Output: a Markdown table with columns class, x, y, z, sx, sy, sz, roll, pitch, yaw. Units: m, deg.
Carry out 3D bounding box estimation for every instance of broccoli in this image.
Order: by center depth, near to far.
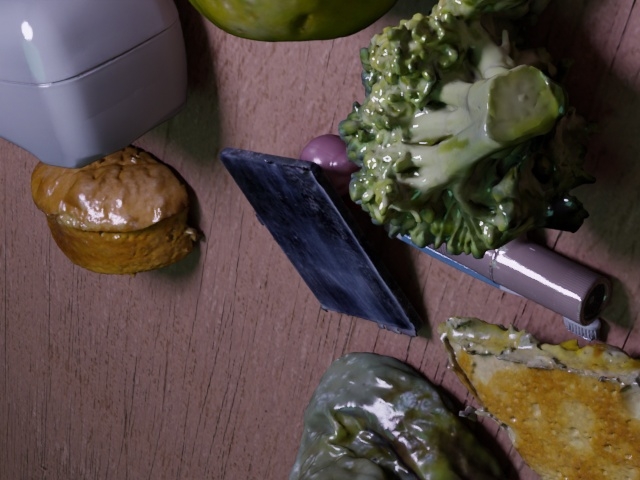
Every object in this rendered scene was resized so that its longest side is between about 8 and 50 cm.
| class | x | y | z | sx | sy | sz | roll | pitch | yaw |
| --- | --- | --- | --- | --- | --- | --- | --- | --- | --- |
| broccoli | 0.151 | -0.106 | 1.382 | 0.247 | 0.263 | 0.243 | 38 | 175 | -7 |

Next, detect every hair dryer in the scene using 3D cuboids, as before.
| class | x | y | z | sx | sy | sz | roll | pitch | yaw |
| --- | --- | --- | --- | --- | --- | --- | --- | --- | --- |
| hair dryer | 0.192 | -0.049 | 1.545 | 0.195 | 0.054 | 0.220 | 29 | 130 | 34 |

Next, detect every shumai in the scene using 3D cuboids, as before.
| class | x | y | z | sx | sy | sz | roll | pitch | yaw |
| --- | --- | --- | --- | --- | --- | --- | --- | --- | --- |
| shumai | 0.044 | 0.318 | 1.829 | 0.309 | 0.263 | 0.304 | 37 | 140 | 26 |

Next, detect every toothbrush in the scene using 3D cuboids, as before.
| class | x | y | z | sx | sy | sz | roll | pitch | yaw |
| --- | --- | --- | --- | --- | --- | --- | --- | --- | --- |
| toothbrush | 0.169 | 0.037 | 1.658 | 0.276 | 0.019 | 0.025 | 28 | 144 | 36 |

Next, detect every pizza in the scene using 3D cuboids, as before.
| class | x | y | z | sx | sy | sz | roll | pitch | yaw |
| --- | --- | --- | --- | --- | --- | --- | --- | --- | --- |
| pizza | 0.242 | 0.148 | 1.599 | 0.288 | 0.075 | 0.280 | 38 | 139 | 13 |

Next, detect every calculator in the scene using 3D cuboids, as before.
| class | x | y | z | sx | sy | sz | roll | pitch | yaw |
| --- | --- | --- | --- | --- | --- | --- | --- | --- | --- |
| calculator | 0.000 | 0.000 | 1.764 | 0.161 | 0.021 | 0.261 | 14 | 146 | 46 |

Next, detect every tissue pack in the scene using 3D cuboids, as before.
| class | x | y | z | sx | sy | sz | roll | pitch | yaw |
| --- | --- | --- | --- | --- | --- | --- | --- | --- | --- |
| tissue pack | -0.320 | -0.239 | 1.852 | 0.333 | 0.229 | 0.236 | 19 | 133 | 43 |

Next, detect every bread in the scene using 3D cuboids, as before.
| class | x | y | z | sx | sy | sz | roll | pitch | yaw |
| --- | --- | --- | --- | --- | --- | --- | --- | --- | --- |
| bread | -0.268 | -0.038 | 2.048 | 0.229 | 0.139 | 0.143 | 27 | 144 | 38 |

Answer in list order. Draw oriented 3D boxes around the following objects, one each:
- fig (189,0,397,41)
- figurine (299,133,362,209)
| class | x | y | z | sx | sy | sz | roll | pitch | yaw |
| --- | --- | --- | --- | --- | --- | --- | --- | --- | --- |
| fig | -0.025 | -0.312 | 1.429 | 0.233 | 0.233 | 0.314 | 29 | 143 | 35 |
| figurine | 0.010 | -0.077 | 1.719 | 0.083 | 0.067 | 0.071 | 7 | 155 | 35 |
